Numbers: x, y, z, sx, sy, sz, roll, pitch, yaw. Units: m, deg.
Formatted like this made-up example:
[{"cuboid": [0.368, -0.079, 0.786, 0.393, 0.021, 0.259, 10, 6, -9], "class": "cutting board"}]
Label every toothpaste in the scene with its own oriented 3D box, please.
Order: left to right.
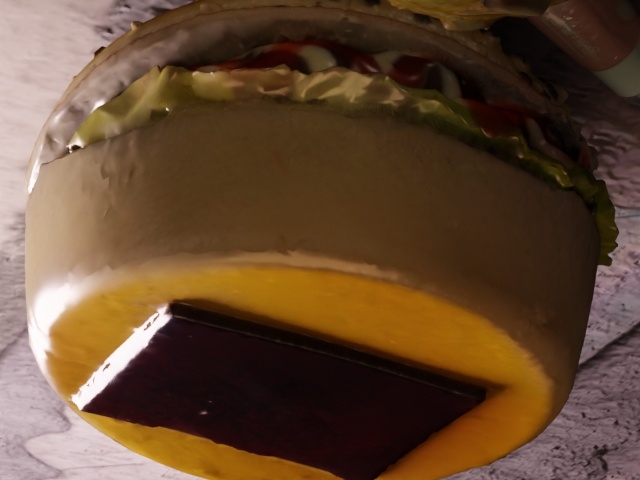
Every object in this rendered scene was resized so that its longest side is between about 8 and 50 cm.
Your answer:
[{"cuboid": [0.083, -0.131, 0.849, 0.056, 0.036, 0.205, -23, 136, 35], "class": "toothpaste"}]

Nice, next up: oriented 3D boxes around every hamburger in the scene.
[{"cuboid": [0.000, 0.000, 0.933, 0.300, 0.176, 0.300, 2, 150, 1], "class": "hamburger"}]

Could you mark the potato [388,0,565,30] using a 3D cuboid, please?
[{"cuboid": [0.031, -0.190, 0.624, 0.210, 0.173, 0.307, -9, 144, 17], "class": "potato"}]
